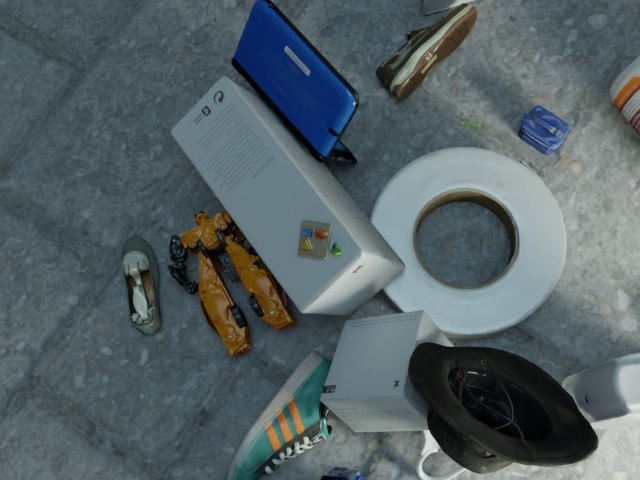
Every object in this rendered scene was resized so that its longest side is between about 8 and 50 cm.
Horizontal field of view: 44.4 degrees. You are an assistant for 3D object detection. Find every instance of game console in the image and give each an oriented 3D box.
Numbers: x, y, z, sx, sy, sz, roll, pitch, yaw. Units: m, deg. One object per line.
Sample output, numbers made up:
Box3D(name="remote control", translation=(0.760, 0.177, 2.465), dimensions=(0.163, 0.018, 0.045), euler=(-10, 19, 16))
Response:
Box3D(name="game console", translation=(-0.019, -0.307, 1.556), dimensions=(0.173, 0.250, 0.293), euler=(-29, 71, -40))

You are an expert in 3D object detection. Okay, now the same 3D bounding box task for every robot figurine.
Box3D(name="robot figurine", translation=(-0.178, 0.071, 1.568), dimensions=(0.211, 0.085, 0.291), euler=(-29, 75, 4))

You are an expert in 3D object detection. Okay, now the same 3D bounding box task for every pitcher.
Box3D(name="pitcher", translation=(0.277, 0.370, 1.446), dimensions=(0.207, 0.125, 0.178), euler=(1, 107, 5))

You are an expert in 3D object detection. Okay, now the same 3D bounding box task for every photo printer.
Box3D(name="photo printer", translation=(0.568, 0.257, 1.345), dimensions=(0.256, 0.307, 0.107), euler=(-5, 73, -3))

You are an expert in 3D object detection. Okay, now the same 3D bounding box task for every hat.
Box3D(name="hat", translation=(0.280, 0.305, 1.297), dimensions=(0.331, 0.331, 0.134), euler=(24, 112, 11))

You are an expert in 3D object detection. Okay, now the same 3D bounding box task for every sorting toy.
Box3D(name="sorting toy", translation=(0.000, 0.000, 1.323), dimensions=(0.083, 0.012, 0.062), euler=(8, 87, 26))

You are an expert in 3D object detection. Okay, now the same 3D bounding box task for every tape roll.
Box3D(name="tape roll", translation=(0.287, 0.002, 1.564), dimensions=(0.392, 0.072, 0.392), euler=(-1, 74, 4))

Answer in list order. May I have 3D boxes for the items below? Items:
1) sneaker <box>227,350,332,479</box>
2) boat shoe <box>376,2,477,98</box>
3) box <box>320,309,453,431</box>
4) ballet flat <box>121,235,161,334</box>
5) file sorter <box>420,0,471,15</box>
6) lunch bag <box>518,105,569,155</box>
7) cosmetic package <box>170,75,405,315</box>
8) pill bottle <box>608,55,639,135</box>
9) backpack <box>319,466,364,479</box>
Box3D(name="sneaker", translation=(-0.052, 0.359, 1.471), dimensions=(0.121, 0.108, 0.302), euler=(33, 78, 17))
Box3D(name="boat shoe", translation=(0.221, -0.425, 1.679), dimensions=(0.257, 0.095, 0.095), euler=(-45, 70, -8))
Box3D(name="box", translation=(0.122, 0.239, 1.419), dimensions=(0.181, 0.119, 0.182), euler=(-12, 44, 37))
Box3D(name="ballet flat", translation=(-0.365, 0.084, 1.593), dimensions=(0.072, 0.068, 0.213), euler=(-14, 73, 0))
Box3D(name="file sorter", translation=(0.282, -0.643, 1.639), dimensions=(0.192, 0.278, 0.173), euler=(-18, 72, -1))
Box3D(name="lunch bag", translation=(0.458, -0.231, 1.618), dimensions=(0.098, 0.065, 0.067), euler=(36, 80, 12))
Box3D(name="cosmetic package", translation=(-0.062, -0.079, 1.495), dimensions=(0.161, 0.230, 0.453), euler=(-43, 68, 14))
Box3D(name="pill bottle", translation=(0.764, -0.205, 1.505), dimensions=(0.224, 0.224, 0.392), euler=(-32, 75, -5))
Box3D(name="backpack", translation=(0.051, 0.509, 1.401), dimensions=(0.117, 0.158, 0.173), euler=(-33, 88, -23))
